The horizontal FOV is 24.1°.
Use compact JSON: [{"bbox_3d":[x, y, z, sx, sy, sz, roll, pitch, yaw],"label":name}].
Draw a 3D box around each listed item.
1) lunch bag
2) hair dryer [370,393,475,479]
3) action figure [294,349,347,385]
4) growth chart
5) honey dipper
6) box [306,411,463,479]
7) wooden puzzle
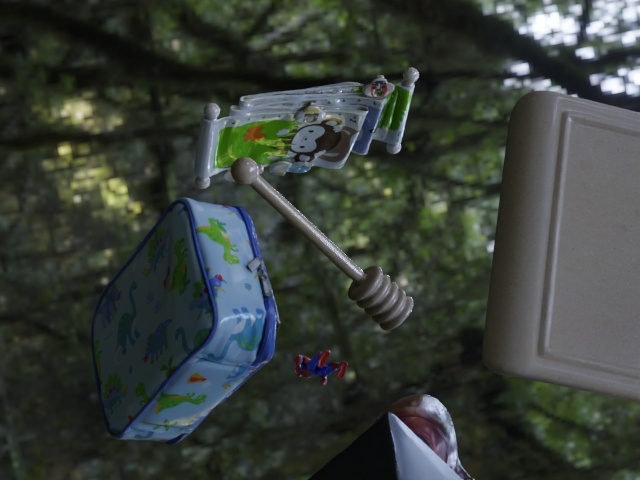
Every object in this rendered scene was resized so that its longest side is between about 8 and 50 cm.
[{"bbox_3d":[-0.132,0.074,1.409,0.219,0.090,0.176,-48,-134,37],"label":"lunch bag"},{"bbox_3d":[0.123,0.240,1.377,0.223,0.080,0.293,47,12,-40],"label":"hair dryer"},{"bbox_3d":[-0.006,0.133,1.564,0.030,0.038,0.115,-64,-168,-12],"label":"action figure"},{"bbox_3d":[-0.018,-0.112,1.555,0.172,0.237,0.021,89,-9,-62],"label":"growth chart"},{"bbox_3d":[0.000,0.000,0.999,0.160,0.030,0.030,44,-10,-23],"label":"honey dipper"},{"bbox_3d":[0.056,0.363,1.078,0.343,0.312,0.179,45,14,-17],"label":"box"},{"bbox_3d":[0.240,0.016,1.062,0.044,0.238,0.221,106,-6,-65],"label":"wooden puzzle"}]
